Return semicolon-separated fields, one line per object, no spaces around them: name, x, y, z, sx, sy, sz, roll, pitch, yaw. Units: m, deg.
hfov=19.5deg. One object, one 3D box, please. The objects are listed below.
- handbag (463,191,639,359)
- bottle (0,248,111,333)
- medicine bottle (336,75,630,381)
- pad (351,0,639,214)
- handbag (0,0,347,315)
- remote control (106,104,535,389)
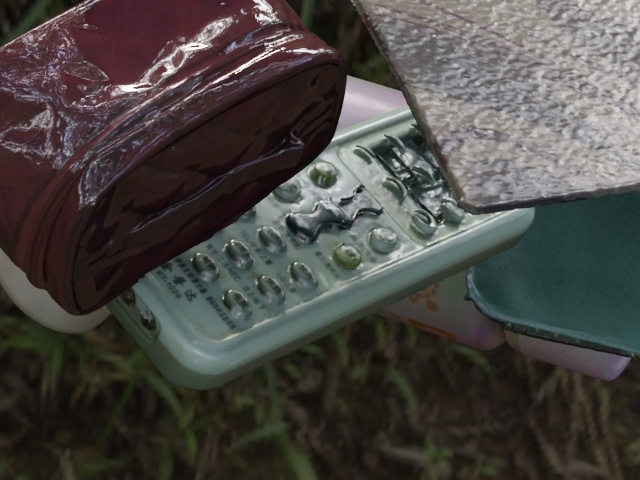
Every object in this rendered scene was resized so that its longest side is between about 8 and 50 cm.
handbag;0.271;-0.042;1.551;0.269;0.274;0.100;9;7;31
bottle;-0.221;-0.022;1.945;0.147;0.236;0.147;34;31;-24
medicine bottle;0.134;-0.016;1.806;0.388;0.219;0.219;18;37;20
pad;0.133;-0.138;1.136;0.220;0.004;0.330;-9;45;-16
handbag;-0.098;-0.067;1.085;0.225;0.146;0.135;-34;68;-26
remote control;0.000;0.000;1.236;0.335;0.065;0.128;-23;62;-41
